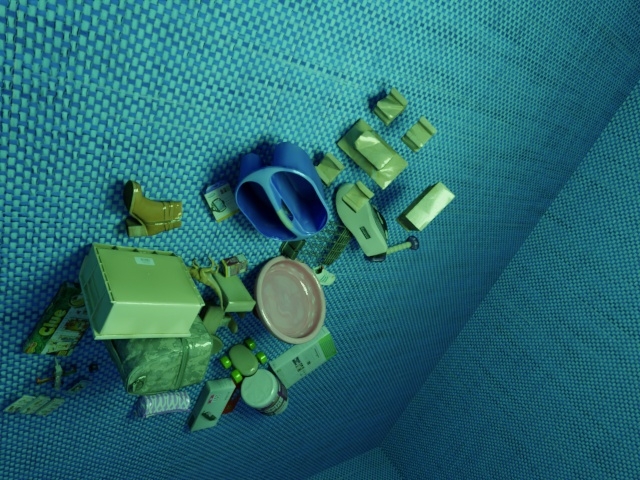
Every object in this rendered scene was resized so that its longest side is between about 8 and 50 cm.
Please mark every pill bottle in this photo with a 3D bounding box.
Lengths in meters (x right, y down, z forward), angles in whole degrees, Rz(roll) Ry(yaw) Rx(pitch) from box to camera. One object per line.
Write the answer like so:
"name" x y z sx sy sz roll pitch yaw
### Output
"pill bottle" -0.248 0.723 2.063 0.169 0.169 0.302 -35 147 -9

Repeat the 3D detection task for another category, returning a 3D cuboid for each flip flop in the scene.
"flip flop" -0.481 0.398 1.641 0.112 0.080 0.277 -50 141 10

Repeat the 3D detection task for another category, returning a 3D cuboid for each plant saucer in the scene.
"plant saucer" -0.123 0.224 1.643 0.084 0.333 0.332 -24 156 40

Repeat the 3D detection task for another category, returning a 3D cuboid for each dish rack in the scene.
"dish rack" 0.000 0.000 1.689 0.271 0.074 0.208 13 118 -48

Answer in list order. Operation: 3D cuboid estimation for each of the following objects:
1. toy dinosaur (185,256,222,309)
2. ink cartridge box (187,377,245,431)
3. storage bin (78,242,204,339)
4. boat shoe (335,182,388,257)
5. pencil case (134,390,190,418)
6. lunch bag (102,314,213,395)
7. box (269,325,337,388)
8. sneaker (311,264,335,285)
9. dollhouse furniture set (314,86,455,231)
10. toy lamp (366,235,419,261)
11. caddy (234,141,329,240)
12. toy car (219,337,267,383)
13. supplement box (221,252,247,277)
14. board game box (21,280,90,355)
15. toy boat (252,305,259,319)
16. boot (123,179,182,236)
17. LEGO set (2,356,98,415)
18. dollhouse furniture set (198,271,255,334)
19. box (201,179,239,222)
"toy dinosaur" -0.375 0.120 1.446 0.112 0.211 0.064 -55 -174 -14
"ink cartridge box" -0.448 0.736 2.003 0.238 0.060 0.275 6 122 -42
"storage bin" -0.503 0.136 1.234 0.262 0.260 0.123 10 120 -45
"boat shoe" 0.165 -0.102 1.712 0.127 0.158 0.341 -15 121 23
"pencil case" -0.623 0.652 1.753 0.206 0.088 0.086 9 122 -45
"lunch bag" -0.519 0.316 1.363 0.255 0.305 0.213 -1 124 -44
"box" -0.076 0.579 2.175 0.321 0.058 0.232 -31 140 -12
"sneaker" 0.011 0.141 1.836 0.161 0.057 0.075 6 127 -40
"dollhouse furniture set" 0.236 -0.226 1.501 0.362 0.394 0.256 -46 179 3
"toy lamp" 0.326 0.040 1.996 0.274 0.080 0.080 -17 135 -32
"caddy" -0.111 -0.125 1.324 0.241 0.179 0.341 -15 143 14
"toy car" -0.325 0.532 1.865 0.155 0.149 0.189 -33 153 -28
"supplement box" -0.299 0.087 1.535 0.083 0.043 0.055 -17 135 -27
"board game box" -0.751 0.237 1.306 0.136 0.030 0.260 24 108 -47
"toy boat" -0.146 0.269 1.748 0.230 0.151 0.151 0 126 -40
"boot" -0.456 -0.094 1.215 0.152 0.073 0.197 -12 145 -31
"LEGO set" -0.861 0.470 1.434 0.244 0.060 0.182 -36 153 -5
"dollhouse furniture set" -0.354 0.256 1.551 0.212 0.161 0.242 7 121 -44
"box" -0.305 -0.125 1.346 0.081 0.028 0.136 -30 137 -15
